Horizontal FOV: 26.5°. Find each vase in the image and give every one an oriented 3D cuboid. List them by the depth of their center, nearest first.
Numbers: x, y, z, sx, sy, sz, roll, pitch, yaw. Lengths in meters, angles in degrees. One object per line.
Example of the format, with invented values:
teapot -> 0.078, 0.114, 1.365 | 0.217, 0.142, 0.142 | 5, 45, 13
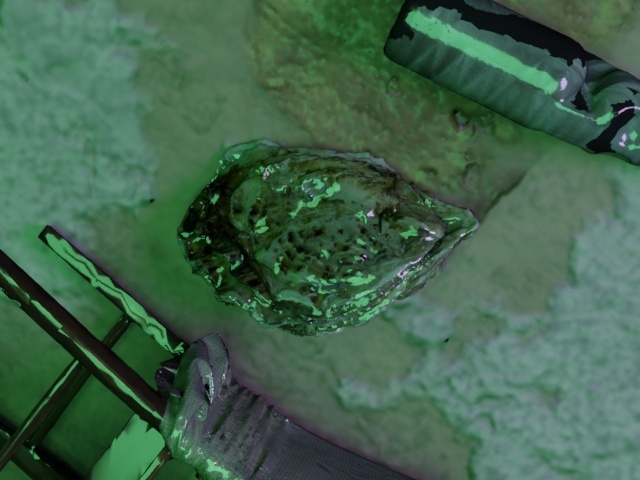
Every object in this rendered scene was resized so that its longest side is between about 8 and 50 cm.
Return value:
vase -> 0.143, -0.089, 0.800 | 0.211, 0.060, 0.059 | 26, 106, 1

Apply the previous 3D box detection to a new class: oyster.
oyster -> 0.000, 0.000, 0.846 | 0.177, 0.064, 0.124 | 22, 91, 13

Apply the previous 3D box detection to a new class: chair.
chair -> -0.099, 0.148, 0.847 | 0.319, 0.160, 0.186 | 37, 100, -1
